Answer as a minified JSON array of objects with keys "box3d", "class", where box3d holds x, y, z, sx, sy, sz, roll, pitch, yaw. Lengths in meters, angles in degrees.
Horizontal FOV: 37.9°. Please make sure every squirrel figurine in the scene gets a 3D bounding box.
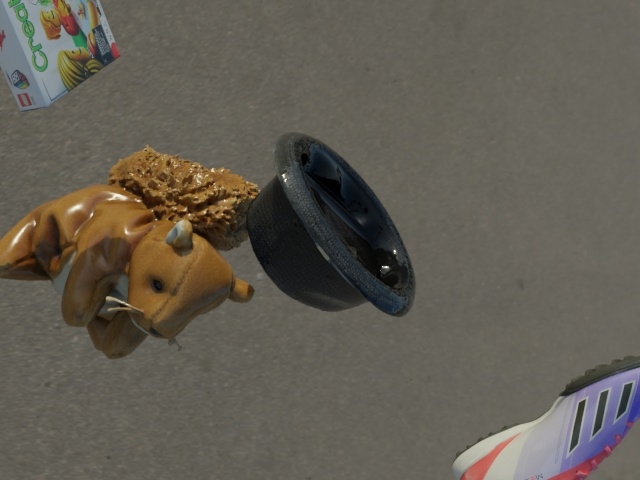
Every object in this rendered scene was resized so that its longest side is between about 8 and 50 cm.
[{"box3d":[-0.265,0.001,1.522,0.281,0.370,0.397,52,58,-31],"class":"squirrel figurine"}]

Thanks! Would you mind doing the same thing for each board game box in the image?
[{"box3d":[-0.383,-0.347,1.220,0.193,0.053,0.305,-57,136,-52],"class":"board game box"}]

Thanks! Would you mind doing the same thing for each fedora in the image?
[{"box3d":[0.000,0.000,1.439,0.334,0.152,0.334,44,26,-28],"class":"fedora"}]

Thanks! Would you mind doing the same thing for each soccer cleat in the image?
[{"box3d":[0.309,0.251,1.135,0.108,0.318,0.116,30,31,-45],"class":"soccer cleat"}]
